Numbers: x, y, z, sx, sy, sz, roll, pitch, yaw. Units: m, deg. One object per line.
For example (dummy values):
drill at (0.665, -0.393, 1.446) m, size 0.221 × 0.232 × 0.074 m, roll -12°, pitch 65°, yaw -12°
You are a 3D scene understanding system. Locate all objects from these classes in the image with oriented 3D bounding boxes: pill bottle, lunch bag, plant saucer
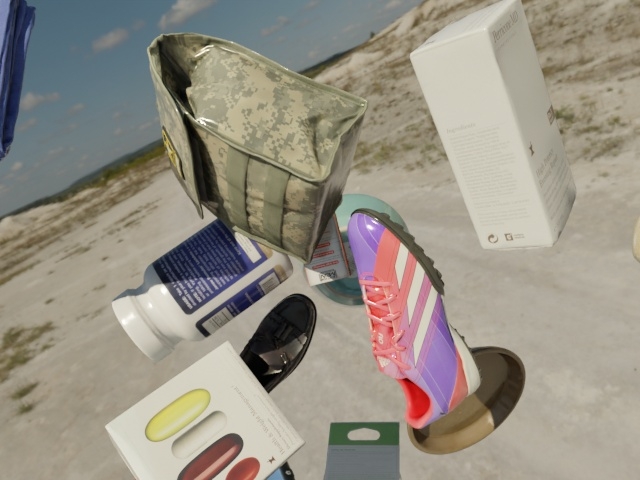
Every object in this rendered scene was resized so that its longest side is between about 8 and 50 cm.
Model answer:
pill bottle at (-0.190, 0.069, 0.825) m, size 0.264 × 0.153 × 0.153 m, roll -36°, pitch 19°, yaw -12°
lunch bag at (-0.106, -0.124, 0.693) m, size 0.169 × 0.286 × 0.235 m, roll -61°, pitch -7°, yaw -28°
plant saucer at (0.293, 0.323, 1.027) m, size 0.277 × 0.278 × 0.041 m, roll -27°, pitch 34°, yaw -9°

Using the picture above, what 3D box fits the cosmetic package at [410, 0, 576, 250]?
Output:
cosmetic package at (0.190, -0.116, 0.528) m, size 0.085 × 0.231 × 0.117 m, roll -5°, pitch 31°, yaw 42°

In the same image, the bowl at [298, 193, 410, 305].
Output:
bowl at (0.085, 0.043, 1.272) m, size 0.311 × 0.312 × 0.163 m, roll -22°, pitch 7°, yaw 8°

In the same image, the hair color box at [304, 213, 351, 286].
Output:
hair color box at (0.000, 0.000, 0.849) m, size 0.071 × 0.141 × 0.043 m, roll -14°, pitch -2°, yaw 7°

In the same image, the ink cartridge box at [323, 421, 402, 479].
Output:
ink cartridge box at (0.093, 0.514, 1.091) m, size 0.171 × 0.056 × 0.235 m, roll -5°, pitch 36°, yaw 13°

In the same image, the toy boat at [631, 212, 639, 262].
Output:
toy boat at (0.692, 0.032, 0.845) m, size 0.148 × 0.319 × 0.267 m, roll -6°, pitch -18°, yaw -30°

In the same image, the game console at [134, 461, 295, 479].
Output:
game console at (-0.207, 0.500, 1.042) m, size 0.341 × 0.060 × 0.386 m, roll 7°, pitch 22°, yaw -27°

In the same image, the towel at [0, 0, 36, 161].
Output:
towel at (-0.480, -0.148, 0.544) m, size 0.335 × 0.243 × 0.040 m, roll -12°, pitch -26°, yaw 3°

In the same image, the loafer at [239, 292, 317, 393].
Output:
loafer at (-0.108, 0.235, 0.939) m, size 0.303 × 0.109 × 0.095 m, roll -54°, pitch -4°, yaw 1°

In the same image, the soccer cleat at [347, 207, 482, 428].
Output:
soccer cleat at (0.105, 0.107, 0.656) m, size 0.116 × 0.318 × 0.108 m, roll -37°, pitch 22°, yaw -19°

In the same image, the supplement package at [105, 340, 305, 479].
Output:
supplement package at (-0.170, 0.302, 0.747) m, size 0.203 × 0.194 × 0.149 m, roll -33°, pitch -17°, yaw -31°
